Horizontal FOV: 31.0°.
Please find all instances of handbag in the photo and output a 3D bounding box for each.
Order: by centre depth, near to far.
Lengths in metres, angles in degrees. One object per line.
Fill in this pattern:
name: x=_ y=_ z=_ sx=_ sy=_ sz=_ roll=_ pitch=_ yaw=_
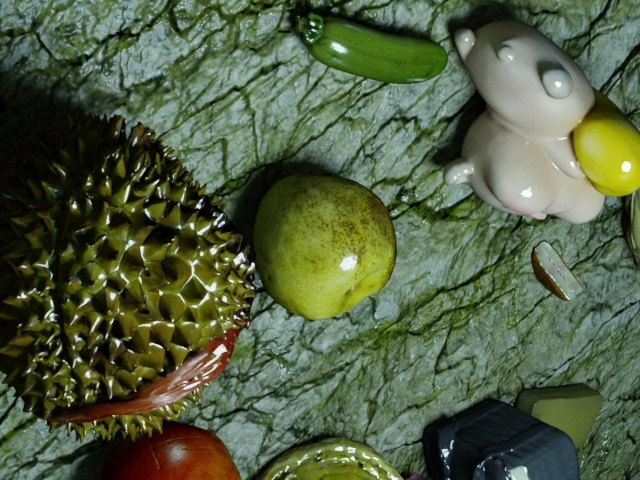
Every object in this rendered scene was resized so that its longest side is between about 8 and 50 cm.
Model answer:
handbag: x=0.299 y=0.388 z=1.951 sx=0.181 sy=0.254 sz=0.181 roll=-20 pitch=113 yaw=-24

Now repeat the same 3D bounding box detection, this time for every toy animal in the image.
toy animal: x=0.304 y=-0.127 z=1.627 sx=0.247 sy=0.277 sz=0.345 roll=-45 pitch=139 yaw=14

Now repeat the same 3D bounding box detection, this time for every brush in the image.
brush: x=0.433 y=0.334 z=2.151 sx=0.197 sy=0.059 sz=0.123 roll=1 pitch=114 yaw=-38

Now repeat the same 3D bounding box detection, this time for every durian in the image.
durian: x=-0.233 y=0.042 z=1.259 sx=0.347 sy=0.347 sz=0.384 roll=-9 pitch=122 yaw=-33

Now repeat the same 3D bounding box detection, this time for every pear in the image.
pear: x=0.000 y=0.000 z=1.527 sx=0.197 sy=0.197 sz=0.197 roll=-19 pitch=127 yaw=-27

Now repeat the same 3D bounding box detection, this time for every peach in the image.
peach: x=-0.214 y=0.342 z=1.582 sx=0.197 sy=0.197 sz=0.197 roll=-19 pitch=127 yaw=-27

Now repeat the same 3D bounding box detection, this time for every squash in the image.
squash: x=0.071 y=-0.243 z=1.498 sx=0.258 sy=0.069 sz=0.069 roll=4 pitch=115 yaw=-38

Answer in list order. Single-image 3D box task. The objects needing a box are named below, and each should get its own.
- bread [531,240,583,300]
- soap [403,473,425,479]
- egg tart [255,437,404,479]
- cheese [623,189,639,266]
bread: x=0.390 y=0.054 z=1.945 sx=0.043 sy=0.062 sz=0.109 roll=-36 pitch=91 yaw=-16
soap: x=0.103 y=0.556 z=1.949 sx=0.220 sy=0.127 sz=0.325 roll=41 pitch=87 yaw=-13
egg tart: x=0.015 y=0.452 z=1.792 sx=0.294 sy=0.123 sz=0.294 roll=-1 pitch=95 yaw=-12
cheese: x=0.629 y=-0.056 z=2.001 sx=0.259 sy=0.128 sz=0.316 roll=-17 pitch=128 yaw=-31
